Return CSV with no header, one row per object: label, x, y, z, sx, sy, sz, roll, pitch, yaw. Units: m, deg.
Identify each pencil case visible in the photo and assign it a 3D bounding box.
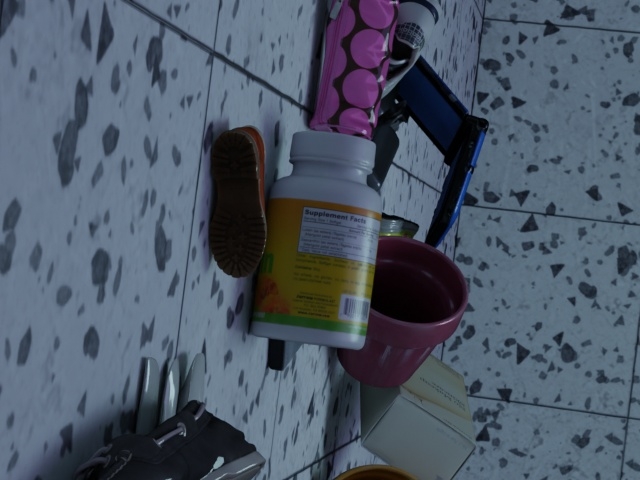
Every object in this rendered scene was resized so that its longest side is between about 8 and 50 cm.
pencil case,0.039,-0.233,1.900,0.098,0.095,0.209,4,95,-60

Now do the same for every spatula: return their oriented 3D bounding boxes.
spatula,-0.152,0.230,1.404,0.168,0.019,0.242,13,84,-80

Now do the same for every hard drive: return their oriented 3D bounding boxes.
hard drive,-0.038,0.102,1.887,0.135,0.022,0.094,-49,145,-71

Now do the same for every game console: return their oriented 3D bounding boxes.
game console,0.163,-0.145,2.369,0.293,0.173,0.250,96,14,-80

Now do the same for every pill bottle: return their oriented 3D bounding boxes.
pill bottle,0.000,0.000,1.725,0.136,0.136,0.246,31,66,-78

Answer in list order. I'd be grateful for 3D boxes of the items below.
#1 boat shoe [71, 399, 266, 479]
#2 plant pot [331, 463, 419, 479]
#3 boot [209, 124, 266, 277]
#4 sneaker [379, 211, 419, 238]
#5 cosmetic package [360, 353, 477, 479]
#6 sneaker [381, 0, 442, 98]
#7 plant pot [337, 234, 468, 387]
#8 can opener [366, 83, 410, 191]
boat shoe,-0.153,0.203,1.231,0.112,0.095,0.335,-48,167,14
plant pot,0.078,0.455,2.298,0.188,0.205,0.205,122,-24,-81
boot,-0.079,-0.043,1.516,0.084,0.059,0.158,-63,157,-73
sneaker,0.106,0.001,2.445,0.208,0.081,0.094,10,96,-74
cosmetic package,0.156,0.279,2.418,0.113,0.160,0.309,-54,-171,13
sneaker,0.083,-0.247,2.014,0.235,0.090,0.095,126,-15,-55
plant pot,0.108,0.123,2.254,0.201,0.201,0.180,-69,178,-50
can opener,0.074,-0.155,2.223,0.093,0.074,0.280,53,29,-22
